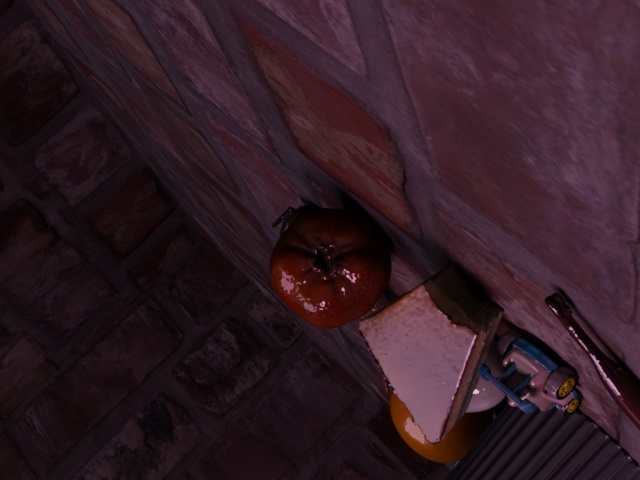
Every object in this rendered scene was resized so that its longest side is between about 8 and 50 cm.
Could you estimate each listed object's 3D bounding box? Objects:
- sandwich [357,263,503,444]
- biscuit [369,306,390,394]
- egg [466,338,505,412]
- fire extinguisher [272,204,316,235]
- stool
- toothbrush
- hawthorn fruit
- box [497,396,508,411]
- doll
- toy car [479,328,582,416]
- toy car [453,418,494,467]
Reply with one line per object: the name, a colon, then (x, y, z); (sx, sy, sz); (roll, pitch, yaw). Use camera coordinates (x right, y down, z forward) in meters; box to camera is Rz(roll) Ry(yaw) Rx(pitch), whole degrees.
sandwich: (0.189, 0.167, 1.412); (0.186, 0.108, 0.220); (-35, 84, 39)
biscuit: (0.108, 0.170, 1.917); (0.237, 0.013, 0.232); (-101, 0, -77)
egg: (0.223, 0.205, 1.566); (0.209, 0.151, 0.151); (32, 163, 50)
fire extinguisher: (0.000, 0.000, 1.871); (0.072, 0.089, 0.268); (18, -165, -47)
stool: (0.335, 0.452, 1.561); (0.297, 0.330, 0.297); (45, 170, 10)
toothbrush: (0.390, 0.202, 1.172); (0.364, 0.041, 0.041); (49, 170, -10)
hawthorn fruit: (0.021, 0.058, 1.666); (0.210, 0.210, 0.262); (43, 171, 17)
box: (0.396, 0.355, 1.831); (0.125, 0.027, 0.126); (41, 171, 42)
doll: (0.254, 0.312, 1.828); (0.213, 0.213, 0.236); (47, 130, -4)
toy car: (0.309, 0.219, 1.408); (0.126, 0.098, 0.161); (41, 168, 39)
toy car: (0.368, 0.489, 1.953); (0.255, 0.190, 0.188); (43, 177, 6)
